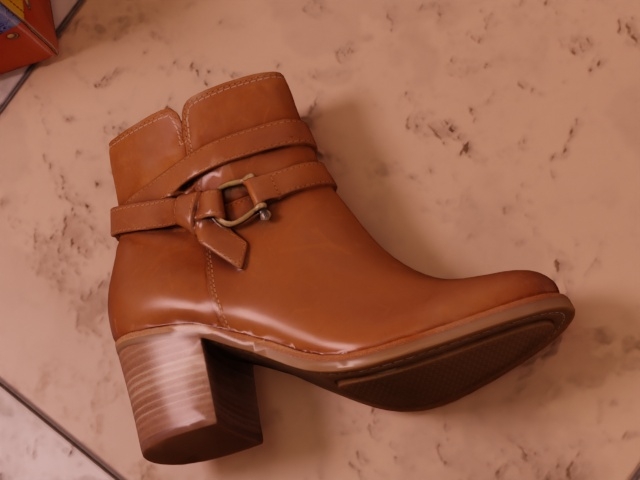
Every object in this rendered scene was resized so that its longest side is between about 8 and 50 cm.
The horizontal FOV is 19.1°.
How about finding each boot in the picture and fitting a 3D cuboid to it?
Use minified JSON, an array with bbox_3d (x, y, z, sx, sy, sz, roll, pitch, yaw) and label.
[{"bbox_3d":[0.000,0.000,1.156,0.283,0.109,0.220,-18,65,20],"label":"boot"}]

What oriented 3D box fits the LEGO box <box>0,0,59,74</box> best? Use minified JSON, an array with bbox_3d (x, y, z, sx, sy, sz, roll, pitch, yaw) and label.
[{"bbox_3d":[-0.421,-0.328,1.334,0.372,0.193,0.500,-17,69,13],"label":"LEGO box"}]
